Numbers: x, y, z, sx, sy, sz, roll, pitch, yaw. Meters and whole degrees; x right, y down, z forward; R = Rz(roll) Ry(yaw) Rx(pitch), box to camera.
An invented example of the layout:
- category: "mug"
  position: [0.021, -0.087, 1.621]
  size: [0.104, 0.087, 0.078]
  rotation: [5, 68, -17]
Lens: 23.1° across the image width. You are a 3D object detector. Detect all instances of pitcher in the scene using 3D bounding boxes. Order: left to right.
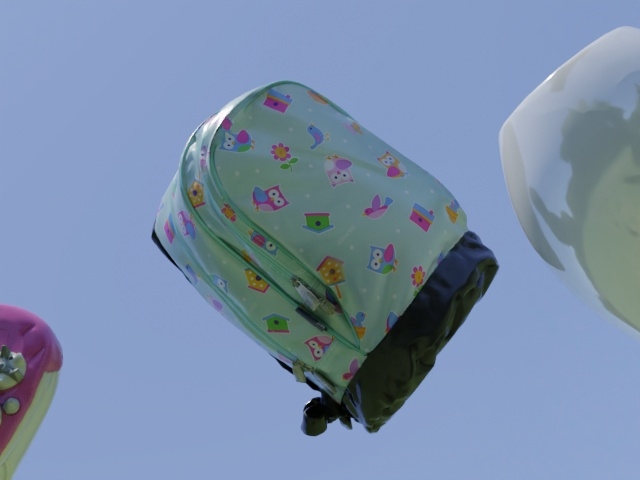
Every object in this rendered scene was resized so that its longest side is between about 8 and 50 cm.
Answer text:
- category: "pitcher"
  position: [0.185, 0.005, 0.763]
  size: [0.125, 0.207, 0.178]
  rotation: [-40, -10, 5]

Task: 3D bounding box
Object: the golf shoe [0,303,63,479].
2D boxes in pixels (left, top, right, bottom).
- category: "golf shoe"
  position: [-0.247, 0.173, 0.875]
  size: [0.306, 0.115, 0.140]
  rotation: [-52, -28, -18]

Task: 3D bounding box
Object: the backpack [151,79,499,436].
- category: "backpack"
  position: [0.000, 0.000, 0.874]
  size: [0.152, 0.182, 0.115]
  rotation: [-49, -3, -42]
